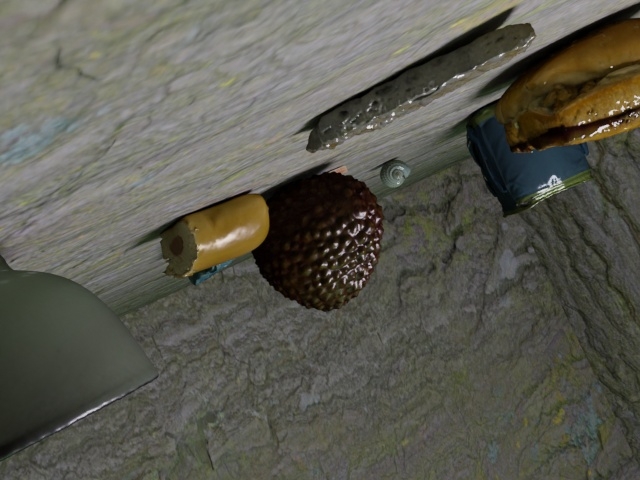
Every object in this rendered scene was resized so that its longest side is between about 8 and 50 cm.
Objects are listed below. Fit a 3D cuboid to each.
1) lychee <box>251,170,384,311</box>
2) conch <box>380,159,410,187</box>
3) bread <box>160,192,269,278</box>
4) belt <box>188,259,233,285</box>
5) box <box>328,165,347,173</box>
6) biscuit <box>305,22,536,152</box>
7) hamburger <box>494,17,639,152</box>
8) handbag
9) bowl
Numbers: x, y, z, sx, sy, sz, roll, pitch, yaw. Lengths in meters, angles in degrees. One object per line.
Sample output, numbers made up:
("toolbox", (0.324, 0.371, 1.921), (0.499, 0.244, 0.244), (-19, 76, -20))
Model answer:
("lychee", (0.000, 0.000, 1.436), (0.236, 0.236, 0.271), (-24, 168, -46))
("conch", (0.172, -0.164, 1.936), (0.076, 0.057, 0.085), (-42, -149, -8))
("bread", (-0.159, -0.007, 1.275), (0.173, 0.085, 0.134), (-24, 178, -33))
("belt", (-0.211, 0.021, 1.507), (0.072, 0.087, 0.302), (-38, -177, -20))
("box", (0.001, -0.114, 1.554), (0.093, 0.015, 0.058), (-26, 180, -28))
("biscuit", (0.114, -0.174, 0.945), (0.289, 0.038, 0.141), (-24, 180, 21))
("hamburger", (0.442, -0.243, 1.358), (0.284, 0.174, 0.304), (-23, 178, -7))
("handbag", (0.456, -0.199, 1.798), (0.222, 0.241, 0.263), (-24, 179, 1))
("bowl", (-0.355, 0.127, 0.785), (0.353, 0.185, 0.354), (-26, 178, -1))
